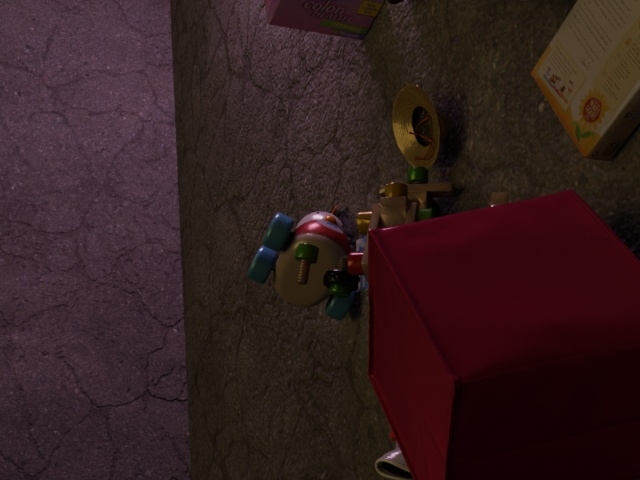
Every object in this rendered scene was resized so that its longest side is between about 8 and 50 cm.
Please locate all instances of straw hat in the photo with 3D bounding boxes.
[{"bbox_3d":[0.184,-0.194,1.326,0.144,0.061,0.145,39,135,53],"label":"straw hat"}]

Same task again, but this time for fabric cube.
[{"bbox_3d":[0.212,0.131,0.887,0.254,0.258,0.259,-115,18,-49],"label":"fabric cube"}]

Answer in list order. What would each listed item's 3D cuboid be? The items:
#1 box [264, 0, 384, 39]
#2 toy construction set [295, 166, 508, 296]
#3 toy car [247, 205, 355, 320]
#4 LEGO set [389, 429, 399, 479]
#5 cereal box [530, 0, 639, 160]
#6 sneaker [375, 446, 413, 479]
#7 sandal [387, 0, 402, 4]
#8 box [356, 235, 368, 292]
[{"bbox_3d":[-0.007,-0.558,1.623,0.117,0.213,0.243,126,140,-51],"label":"box"},{"bbox_3d":[0.163,-0.026,1.202,0.308,0.257,0.237,-9,65,46],"label":"toy construction set"},{"bbox_3d":[0.000,0.000,1.627,0.210,0.219,0.238,119,174,-45],"label":"toy car"},{"bbox_3d":[0.132,0.294,1.219,0.244,0.060,0.183,43,-141,-66],"label":"LEGO set"},{"bbox_3d":[0.361,-0.240,0.937,0.240,0.047,0.173,118,147,-43],"label":"cereal box"},{"bbox_3d":[0.169,0.260,1.080,0.323,0.236,0.130,-129,47,-57],"label":"sneaker"},{"bbox_3d":[0.174,-0.463,1.393,0.180,0.072,0.049,-27,84,59],"label":"sandal"},{"bbox_3d":[0.127,0.033,1.425,0.178,0.042,0.109,-23,62,58],"label":"box"}]
